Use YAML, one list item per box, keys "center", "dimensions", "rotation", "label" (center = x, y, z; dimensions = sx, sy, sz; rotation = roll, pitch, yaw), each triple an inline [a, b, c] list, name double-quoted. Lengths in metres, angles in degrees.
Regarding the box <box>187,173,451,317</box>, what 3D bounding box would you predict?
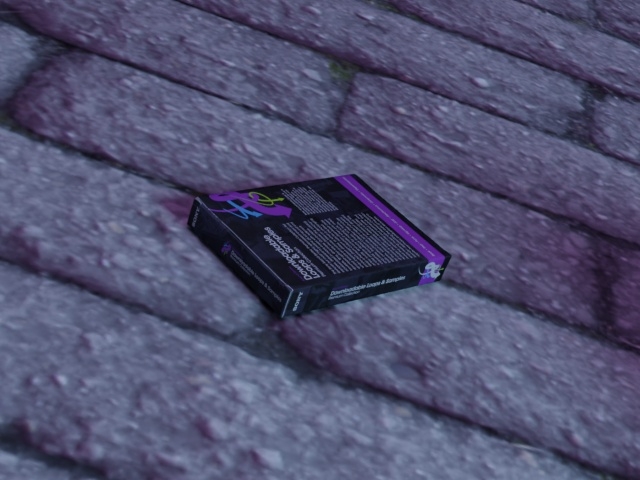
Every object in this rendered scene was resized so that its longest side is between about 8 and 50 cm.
- center: [0.000, 0.000, 1.068]
  dimensions: [0.162, 0.029, 0.116]
  rotation: [-9, 41, -43]
  label: "box"
